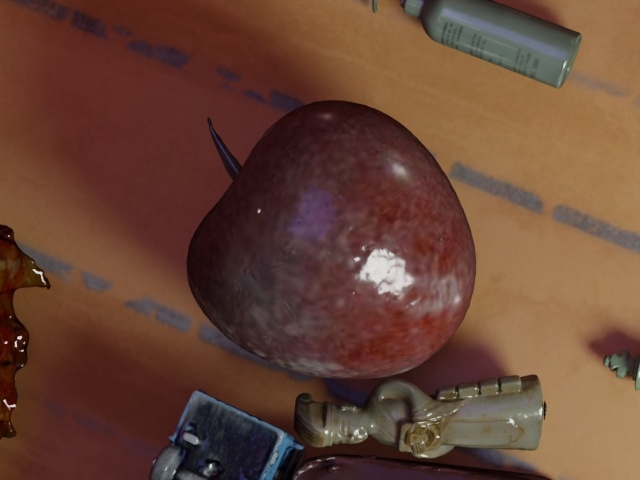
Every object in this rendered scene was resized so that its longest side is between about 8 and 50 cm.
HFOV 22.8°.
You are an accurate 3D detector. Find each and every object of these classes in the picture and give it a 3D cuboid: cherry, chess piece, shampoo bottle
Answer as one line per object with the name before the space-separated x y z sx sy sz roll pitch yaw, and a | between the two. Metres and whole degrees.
cherry | 0.000 0.000 1.366 0.285 0.213 0.236 44 130 -5
chess piece | 0.320 0.119 1.381 0.149 0.059 0.059 14 84 16
shampoo bottle | 0.138 -0.197 1.451 0.195 0.056 0.056 23 86 11

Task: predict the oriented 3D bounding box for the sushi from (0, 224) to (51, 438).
sushi | -0.373 0.133 1.419 0.181 0.196 0.343 5 83 17

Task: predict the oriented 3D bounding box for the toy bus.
toy bus | -0.117 0.287 1.387 0.106 0.131 0.297 23 86 16

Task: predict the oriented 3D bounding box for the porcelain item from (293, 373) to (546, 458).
porcelain item | 0.084 0.154 1.377 0.213 0.054 0.084 -2 123 -7

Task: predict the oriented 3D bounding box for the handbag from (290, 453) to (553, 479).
handbag | 0.089 0.330 1.377 0.260 0.084 0.276 7 84 7
